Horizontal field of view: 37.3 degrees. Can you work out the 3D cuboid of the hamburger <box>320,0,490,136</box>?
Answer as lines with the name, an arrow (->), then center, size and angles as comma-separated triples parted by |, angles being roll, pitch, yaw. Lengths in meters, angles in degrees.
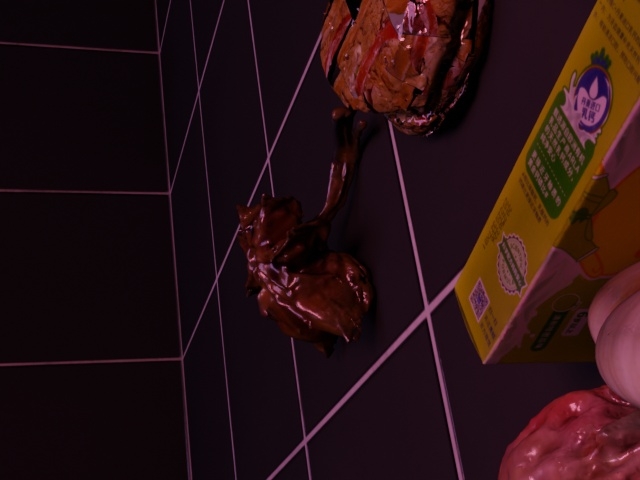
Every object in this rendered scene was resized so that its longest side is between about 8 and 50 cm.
hamburger -> 0.083, -0.217, 0.938 | 0.231, 0.107, 0.230 | -172, 90, -70

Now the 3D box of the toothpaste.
toothpaste -> 0.190, -0.044, 0.580 | 0.327, 0.110, 0.077 | 108, 157, -44

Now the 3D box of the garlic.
garlic -> 0.208, 0.052, 0.518 | 0.174, 0.124, 0.099 | -60, -41, -84

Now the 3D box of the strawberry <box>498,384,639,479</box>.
strawberry -> 0.172, 0.253, 0.573 | 0.265, 0.149, 0.336 | -126, 39, -59

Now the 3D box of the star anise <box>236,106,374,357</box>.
star anise -> -0.008, -0.001, 1.170 | 0.237, 0.148, 0.346 | 32, 120, 44
